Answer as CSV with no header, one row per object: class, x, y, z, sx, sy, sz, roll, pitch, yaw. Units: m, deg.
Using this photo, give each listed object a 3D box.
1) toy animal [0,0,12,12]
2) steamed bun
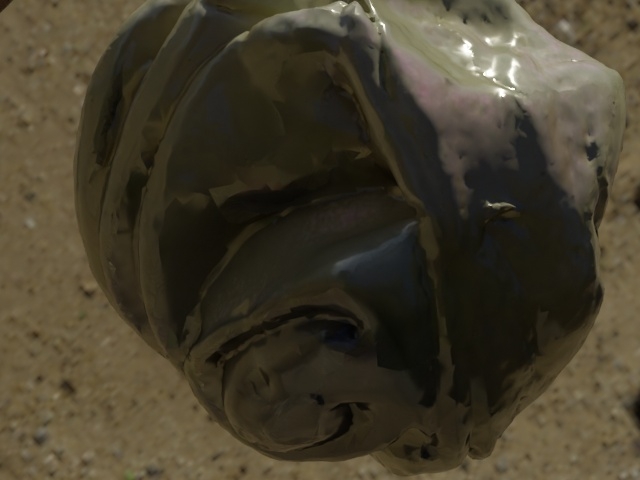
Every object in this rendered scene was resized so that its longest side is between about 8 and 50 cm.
toy animal,-0.135,-0.142,0.552,0.221,0.210,0.229,18,49,-39
steamed bun,0.000,0.000,0.862,0.280,0.268,0.207,32,38,-15
